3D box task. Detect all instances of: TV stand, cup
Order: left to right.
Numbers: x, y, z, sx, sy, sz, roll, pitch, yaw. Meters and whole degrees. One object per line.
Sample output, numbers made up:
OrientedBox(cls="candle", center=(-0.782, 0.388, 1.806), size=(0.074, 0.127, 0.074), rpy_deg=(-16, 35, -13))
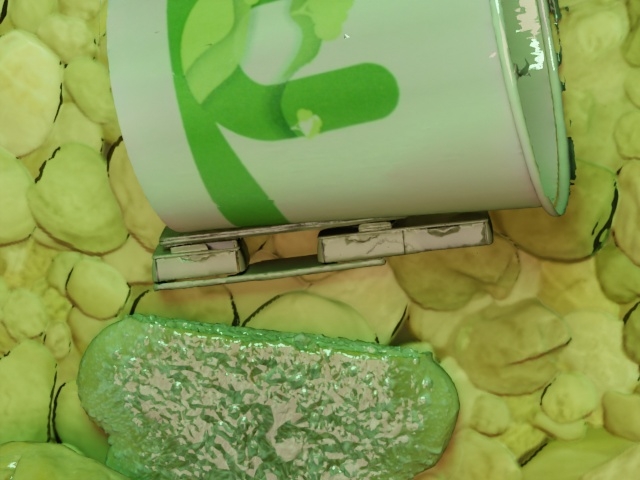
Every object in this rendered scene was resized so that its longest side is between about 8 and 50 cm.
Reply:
OrientedBox(cls="TV stand", center=(0.000, 0.000, 1.398), size=(0.249, 0.036, 0.042), rpy_deg=(-7, 104, 6))
OrientedBox(cls="cup", center=(0.016, -0.120, 1.271), size=(0.274, 0.253, 0.253), rpy_deg=(-9, 105, 15))

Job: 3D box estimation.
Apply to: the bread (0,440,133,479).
OrientedBox(cls="bread", center=(-0.204, 0.270, 1.421), size=(0.245, 0.134, 0.244), rpy_deg=(8, 119, 15))

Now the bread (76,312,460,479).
OrientedBox(cls="bread", center=(-0.042, 0.161, 1.439), size=(0.287, 0.056, 0.207), rpy_deg=(4, 104, 4))
